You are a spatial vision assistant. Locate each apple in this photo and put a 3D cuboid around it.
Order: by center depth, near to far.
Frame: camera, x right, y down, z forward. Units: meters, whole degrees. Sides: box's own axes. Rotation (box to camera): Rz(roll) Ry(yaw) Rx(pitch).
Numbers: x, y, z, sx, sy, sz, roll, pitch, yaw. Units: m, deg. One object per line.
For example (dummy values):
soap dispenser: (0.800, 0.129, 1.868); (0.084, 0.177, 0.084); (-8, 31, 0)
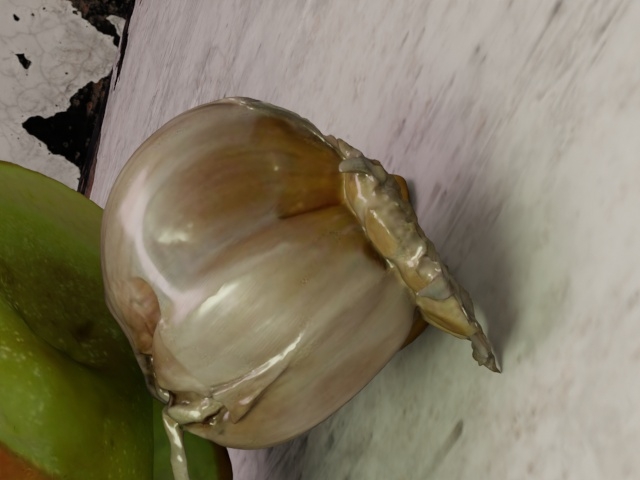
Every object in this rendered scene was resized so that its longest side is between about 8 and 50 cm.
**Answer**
apple: (-0.221, 0.124, 0.600); (0.384, 0.374, 0.374); (2, 80, 47)

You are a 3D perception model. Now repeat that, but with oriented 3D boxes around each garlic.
garlic: (-0.003, 0.059, 0.508); (0.207, 0.207, 0.256); (146, 125, -63)

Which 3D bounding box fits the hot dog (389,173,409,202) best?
hot dog: (0.000, 0.000, 0.729); (0.216, 0.047, 0.066); (155, 121, -66)
